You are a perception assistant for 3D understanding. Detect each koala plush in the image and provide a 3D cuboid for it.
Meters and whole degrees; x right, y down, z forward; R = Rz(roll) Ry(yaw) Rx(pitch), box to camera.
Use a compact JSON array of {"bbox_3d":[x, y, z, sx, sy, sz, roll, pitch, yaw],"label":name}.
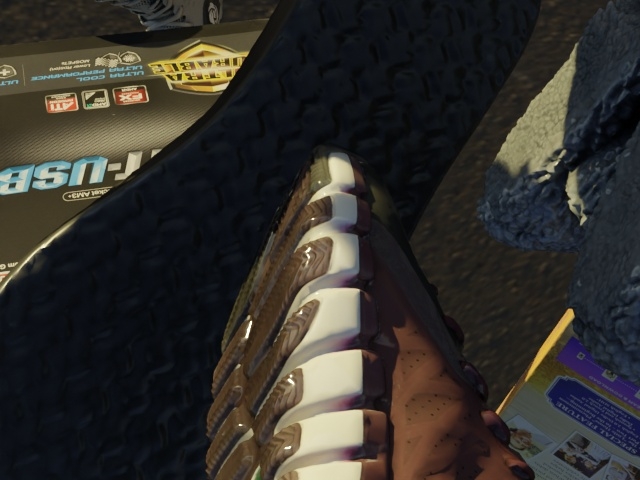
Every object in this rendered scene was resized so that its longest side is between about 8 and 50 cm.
[{"bbox_3d":[0.225,-0.020,0.612,0.221,0.196,0.203,27,105,-20],"label":"koala plush"}]

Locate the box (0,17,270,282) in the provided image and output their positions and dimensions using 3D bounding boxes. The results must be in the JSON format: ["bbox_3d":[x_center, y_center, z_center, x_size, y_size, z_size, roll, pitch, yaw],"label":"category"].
[{"bbox_3d":[-0.143,-0.044,1.039,0.295,0.293,0.073,-6,134,-10],"label":"box"}]

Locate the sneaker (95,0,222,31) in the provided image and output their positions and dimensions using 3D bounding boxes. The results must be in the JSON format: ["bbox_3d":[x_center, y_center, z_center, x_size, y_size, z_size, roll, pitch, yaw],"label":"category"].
[{"bbox_3d":[-0.150,-0.208,1.212,0.086,0.228,0.132,-1,103,34],"label":"sneaker"}]

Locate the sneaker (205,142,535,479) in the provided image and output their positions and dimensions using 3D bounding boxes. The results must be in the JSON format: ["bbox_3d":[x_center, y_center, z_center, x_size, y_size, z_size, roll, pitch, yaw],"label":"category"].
[{"bbox_3d":[0.047,0.091,0.514,0.162,0.281,0.106,18,133,-16],"label":"sneaker"}]

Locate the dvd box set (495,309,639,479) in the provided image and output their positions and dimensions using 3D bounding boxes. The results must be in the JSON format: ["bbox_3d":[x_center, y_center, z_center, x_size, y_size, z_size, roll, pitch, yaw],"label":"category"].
[{"bbox_3d":[0.309,0.197,1.221,0.307,0.062,0.420,31,148,8],"label":"dvd box set"}]

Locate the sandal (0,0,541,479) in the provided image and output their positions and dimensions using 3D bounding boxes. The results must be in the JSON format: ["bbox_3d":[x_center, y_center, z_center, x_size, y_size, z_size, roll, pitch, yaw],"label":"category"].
[{"bbox_3d":[-0.034,-0.008,0.761,0.167,0.107,0.446,43,71,-9],"label":"sandal"}]
